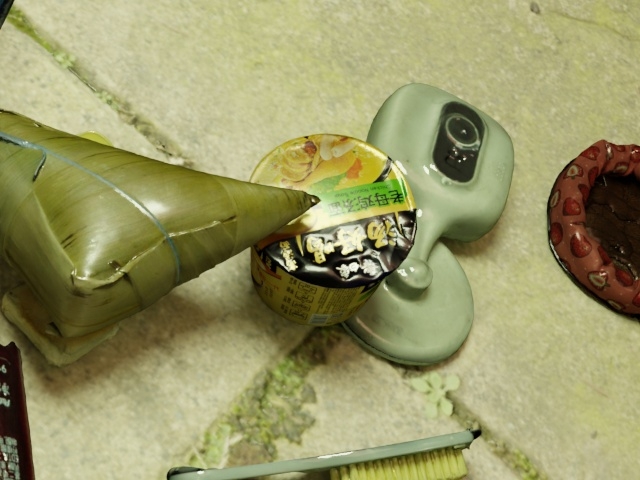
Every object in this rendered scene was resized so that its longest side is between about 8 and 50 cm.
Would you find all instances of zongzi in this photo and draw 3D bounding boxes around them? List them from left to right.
[{"bbox_3d":[-0.160,-0.049,1.509,0.256,0.115,0.228,-28,55,-27],"label":"zongzi"}]

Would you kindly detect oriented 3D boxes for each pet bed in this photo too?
[{"bbox_3d":[0.316,-0.008,1.872,0.201,0.053,0.201,14,57,-21],"label":"pet bed"}]

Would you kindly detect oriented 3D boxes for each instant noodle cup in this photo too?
[{"bbox_3d":[0.000,0.000,1.599,0.151,0.122,0.151,6,60,-10],"label":"instant noodle cup"}]

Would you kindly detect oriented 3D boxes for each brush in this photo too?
[{"bbox_3d":[0.010,0.201,1.527,0.297,0.068,0.060,-4,82,-30],"label":"brush"}]

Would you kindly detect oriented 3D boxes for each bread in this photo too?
[{"bbox_3d":[-0.214,0.062,1.499,0.083,0.035,0.070,42,44,11],"label":"bread"}]

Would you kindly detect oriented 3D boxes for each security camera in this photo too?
[{"bbox_3d":[0.097,-0.019,1.729,0.157,0.080,0.301,28,50,-13],"label":"security camera"}]

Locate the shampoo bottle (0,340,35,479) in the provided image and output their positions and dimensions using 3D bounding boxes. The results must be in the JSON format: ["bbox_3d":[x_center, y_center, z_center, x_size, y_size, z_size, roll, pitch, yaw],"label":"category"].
[{"bbox_3d":[-0.259,0.223,1.318,0.129,0.084,0.323,4,57,-28],"label":"shampoo bottle"}]

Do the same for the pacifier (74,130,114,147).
[{"bbox_3d":[-0.217,-0.067,1.588,0.083,0.068,0.064,0,21,-10],"label":"pacifier"}]

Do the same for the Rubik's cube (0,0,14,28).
[{"bbox_3d":[-0.383,-0.311,1.517,0.260,0.259,0.254,4,55,-31],"label":"Rubik's cube"}]
